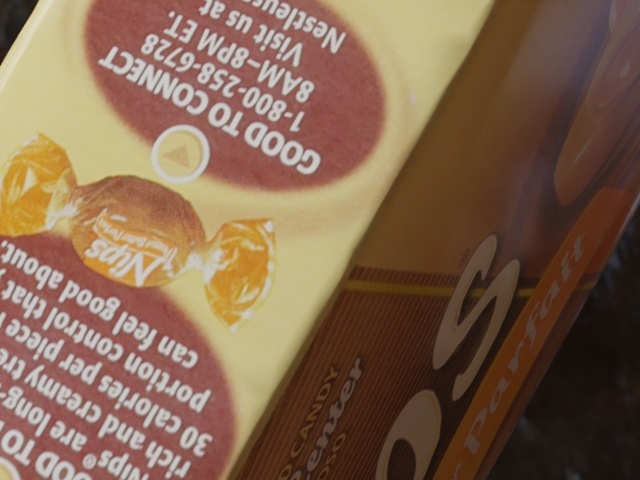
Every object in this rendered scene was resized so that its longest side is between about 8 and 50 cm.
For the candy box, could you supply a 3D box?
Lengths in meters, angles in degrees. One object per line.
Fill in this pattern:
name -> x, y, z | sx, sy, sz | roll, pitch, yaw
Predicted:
candy box -> 0.000, 0.000, 0.422 | 0.316, 0.088, 0.183 | -60, -20, -1
